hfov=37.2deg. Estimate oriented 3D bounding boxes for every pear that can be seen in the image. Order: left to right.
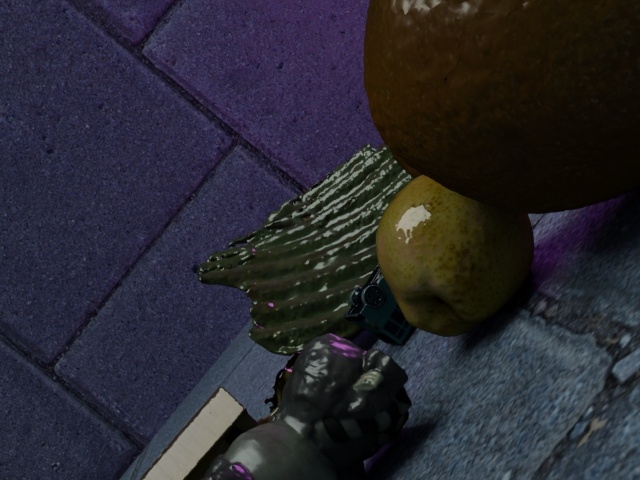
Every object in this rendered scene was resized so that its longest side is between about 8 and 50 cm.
[{"bbox_3d":[0.139,0.015,0.990,0.178,0.178,0.178,-50,5,6],"label":"pear"}]

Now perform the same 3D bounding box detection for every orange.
[{"bbox_3d":[0.215,-0.186,0.835,0.357,0.322,0.322,-18,28,44],"label":"orange"}]

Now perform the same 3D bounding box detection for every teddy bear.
[{"bbox_3d":[-0.014,0.225,0.937,0.251,0.144,0.171,-51,-16,-14],"label":"teddy bear"}]

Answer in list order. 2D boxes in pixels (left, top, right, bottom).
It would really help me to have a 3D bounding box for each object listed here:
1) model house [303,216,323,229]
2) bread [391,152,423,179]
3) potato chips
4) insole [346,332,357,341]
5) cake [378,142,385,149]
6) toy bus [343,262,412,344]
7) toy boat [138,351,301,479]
[{"bbox_3d":[0.003,0.050,1.672,0.195,0.189,0.214,-50,3,33],"label":"model house"},{"bbox_3d":[0.225,-0.183,1.359,0.340,0.194,0.179,-56,8,-10],"label":"bread"},{"bbox_3d":[0.006,-0.005,1.492,0.389,0.097,0.373,-39,38,-10],"label":"potato chips"},{"bbox_3d":[0.035,0.167,1.571,0.188,0.004,0.064,-46,6,44],"label":"insole"},{"bbox_3d":[0.196,-0.160,1.711,0.135,0.147,0.134,-52,7,-16],"label":"cake"},{"bbox_3d":[0.109,0.054,1.258,0.160,0.092,0.079,-58,8,-12],"label":"toy bus"},{"bbox_3d":[-0.134,0.312,1.131,0.445,0.162,0.136,-51,8,-10],"label":"toy boat"}]
